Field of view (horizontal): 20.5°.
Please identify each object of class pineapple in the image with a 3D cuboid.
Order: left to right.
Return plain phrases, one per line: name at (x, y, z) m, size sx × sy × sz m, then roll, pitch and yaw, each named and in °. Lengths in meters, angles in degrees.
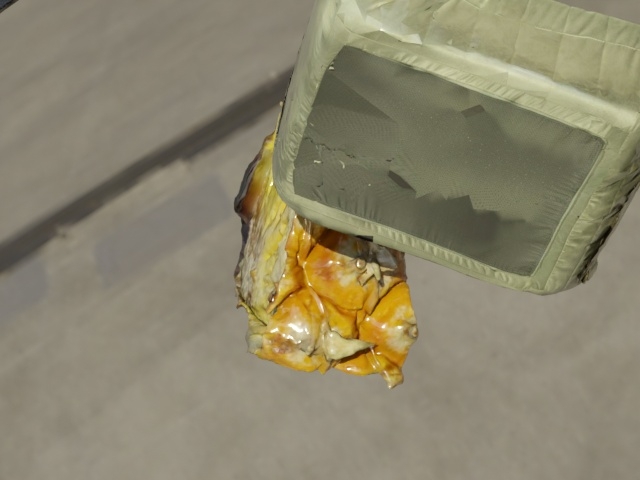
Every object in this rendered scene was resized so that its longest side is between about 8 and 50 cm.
pineapple at (0.000, 0.000, 1.270) m, size 0.186 × 0.114 × 0.236 m, roll 132°, pitch 146°, yaw -51°

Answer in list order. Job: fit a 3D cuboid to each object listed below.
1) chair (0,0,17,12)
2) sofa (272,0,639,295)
chair at (-0.264, -0.166, 1.143) m, size 0.212 × 0.101 × 0.084 m, roll -42°, pitch -9°, yaw -14°
sofa at (0.098, -0.103, 1.068) m, size 0.210 × 0.225 × 0.176 m, roll 106°, pitch -178°, yaw -51°
